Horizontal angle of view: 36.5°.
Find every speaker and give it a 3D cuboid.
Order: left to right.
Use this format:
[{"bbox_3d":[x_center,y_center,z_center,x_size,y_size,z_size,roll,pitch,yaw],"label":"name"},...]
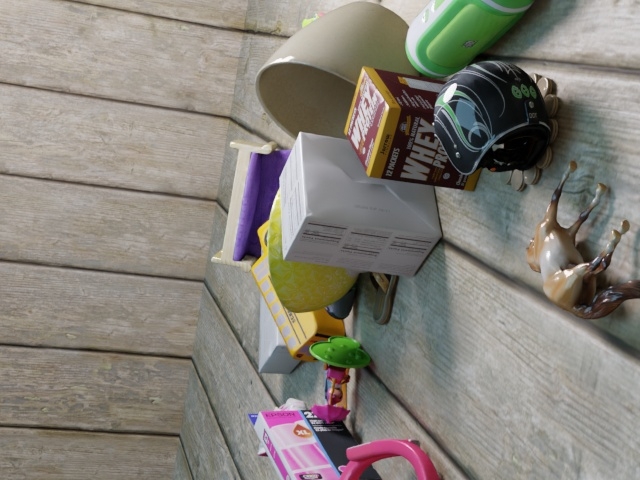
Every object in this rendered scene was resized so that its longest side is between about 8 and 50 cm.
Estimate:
[{"bbox_3d":[0.247,-0.377,1.605,0.296,0.131,0.131,140,134,-66],"label":"speaker"}]

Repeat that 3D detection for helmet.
[{"bbox_3d":[0.247,-0.184,1.432,0.161,0.169,0.169,65,147,31],"label":"helmet"}]

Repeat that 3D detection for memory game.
[{"bbox_3d":[0.317,-0.167,1.496,0.186,0.012,0.186,-173,90,-73],"label":"memory game"}]

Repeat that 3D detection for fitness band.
[{"bbox_3d":[0.115,0.465,1.728,0.291,0.054,0.209,-27,58,50],"label":"fitness band"}]

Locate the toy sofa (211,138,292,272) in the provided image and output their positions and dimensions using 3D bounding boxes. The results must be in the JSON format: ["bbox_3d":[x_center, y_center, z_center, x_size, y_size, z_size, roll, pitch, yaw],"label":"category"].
[{"bbox_3d":[-0.185,-0.100,2.734,0.150,0.177,0.362,-58,-21,-80],"label":"toy sofa"}]

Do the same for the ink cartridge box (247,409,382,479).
[{"bbox_3d":[-0.022,0.427,2.022,0.371,0.176,0.069,-138,53,-64],"label":"ink cartridge box"}]

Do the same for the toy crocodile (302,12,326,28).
[{"bbox_3d":[0.036,-0.503,2.358,0.340,0.115,0.105,-130,55,-64],"label":"toy crocodile"}]

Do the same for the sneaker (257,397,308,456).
[{"bbox_3d":[-0.082,0.469,2.401,0.252,0.103,0.111,131,147,-50],"label":"sneaker"}]

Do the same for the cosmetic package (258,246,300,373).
[{"bbox_3d":[-0.093,0.132,2.517,0.284,0.097,0.377,126,146,-65],"label":"cosmetic package"}]

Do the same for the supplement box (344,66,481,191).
[{"bbox_3d":[0.167,-0.194,1.679,0.191,0.194,0.129,-112,33,-57],"label":"supplement box"}]

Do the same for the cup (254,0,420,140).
[{"bbox_3d":[0.069,-0.334,1.935,0.237,0.331,0.331,-62,10,-21],"label":"cup"}]

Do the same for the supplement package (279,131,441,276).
[{"bbox_3d":[0.069,-0.066,1.827,0.145,0.262,0.204,119,153,-50],"label":"supplement package"}]

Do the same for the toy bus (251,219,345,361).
[{"bbox_3d":[-0.061,0.112,2.267,0.130,0.108,0.332,-46,53,24],"label":"toy bus"}]

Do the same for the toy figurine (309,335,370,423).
[{"bbox_3d":[0.030,0.304,2.061,0.173,0.130,0.159,-61,-17,-75],"label":"toy figurine"}]

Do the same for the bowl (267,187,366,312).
[{"bbox_3d":[0.023,0.008,1.984,0.289,0.156,0.289,1,-90,-67],"label":"bowl"}]

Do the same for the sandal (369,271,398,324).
[{"bbox_3d":[0.121,0.081,1.961,0.072,0.049,0.180,-150,68,-71],"label":"sandal"}]

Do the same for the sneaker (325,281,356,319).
[{"bbox_3d":[0.054,0.060,2.138,0.098,0.083,0.223,150,126,-63],"label":"sneaker"}]

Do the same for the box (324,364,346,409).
[{"bbox_3d":[0.033,0.322,2.190,0.081,0.028,0.136,130,141,-60],"label":"box"}]

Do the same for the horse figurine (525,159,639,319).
[{"bbox_3d":[0.335,0.020,1.278,0.263,0.066,0.174,-103,32,-54],"label":"horse figurine"}]
